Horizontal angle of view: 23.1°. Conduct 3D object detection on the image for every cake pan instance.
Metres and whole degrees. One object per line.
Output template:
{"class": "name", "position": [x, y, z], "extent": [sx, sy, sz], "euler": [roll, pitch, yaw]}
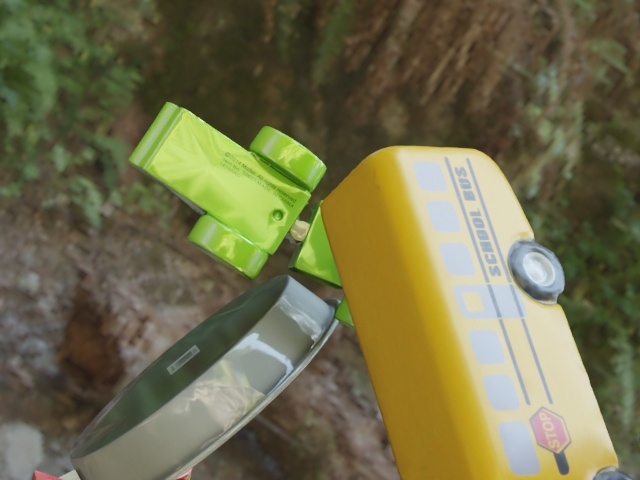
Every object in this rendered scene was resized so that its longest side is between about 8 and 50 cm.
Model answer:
{"class": "cake pan", "position": [-0.109, 0.130, 1.393], "extent": [0.054, 0.293, 0.293], "euler": [51, 17, -8]}

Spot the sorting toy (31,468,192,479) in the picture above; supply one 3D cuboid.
{"class": "sorting toy", "position": [-0.181, 0.299, 1.568], "extent": [0.255, 0.089, 0.257], "euler": [34, 34, 25]}

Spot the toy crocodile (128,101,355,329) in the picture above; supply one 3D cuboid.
{"class": "toy crocodile", "position": [0.000, 0.000, 1.293], "extent": [0.340, 0.115, 0.105], "euler": [29, -6, -7]}

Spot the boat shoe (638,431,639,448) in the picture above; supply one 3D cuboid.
{"class": "boat shoe", "position": [0.292, 0.020, 0.911], "extent": [0.136, 0.367, 0.156], "euler": [26, 59, 16]}

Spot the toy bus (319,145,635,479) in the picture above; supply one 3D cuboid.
{"class": "toy bus", "position": [0.113, 0.100, 1.103], "extent": [0.130, 0.108, 0.333], "euler": [1, 61, -35]}
